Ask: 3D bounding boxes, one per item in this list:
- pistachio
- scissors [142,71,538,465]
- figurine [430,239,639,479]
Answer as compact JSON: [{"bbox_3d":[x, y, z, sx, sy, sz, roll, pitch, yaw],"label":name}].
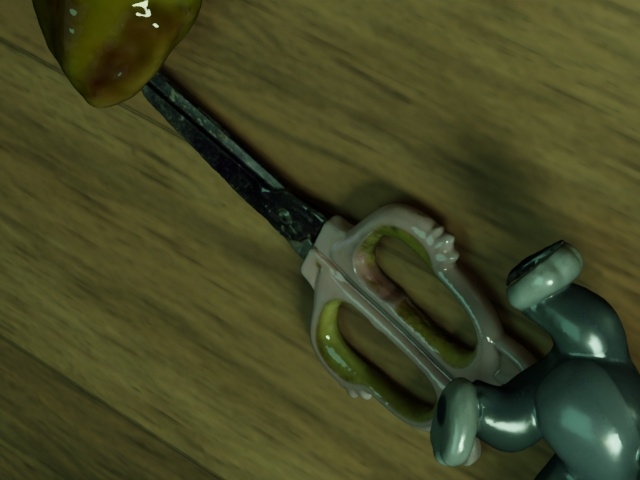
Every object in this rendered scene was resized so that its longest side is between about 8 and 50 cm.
[{"bbox_3d":[-0.131,-0.172,1.154,0.110,0.100,0.189,48,157,47],"label":"pistachio"},{"bbox_3d":[0.000,0.000,1.175,0.317,0.024,0.160,44,136,15],"label":"scissors"},{"bbox_3d":[0.148,0.140,1.036,0.193,0.140,0.265,-26,80,24],"label":"figurine"}]
